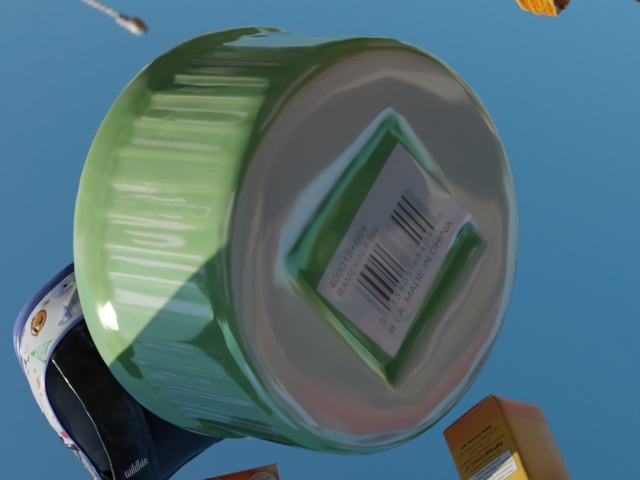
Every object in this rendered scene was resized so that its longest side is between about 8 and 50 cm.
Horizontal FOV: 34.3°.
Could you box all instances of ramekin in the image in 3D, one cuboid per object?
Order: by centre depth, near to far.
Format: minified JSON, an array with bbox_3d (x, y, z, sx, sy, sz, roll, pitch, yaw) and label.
[{"bbox_3d":[0.000,0.000,0.713,0.303,0.303,0.148,-34,-155,-34],"label":"ramekin"}]

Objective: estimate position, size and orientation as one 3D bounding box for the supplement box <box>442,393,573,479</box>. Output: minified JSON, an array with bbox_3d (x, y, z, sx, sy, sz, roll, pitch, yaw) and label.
[{"bbox_3d":[0.191,0.257,0.923,0.078,0.080,0.233,19,-142,-38],"label":"supplement box"}]

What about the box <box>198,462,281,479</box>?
[{"bbox_3d":[-0.082,0.328,0.992,0.123,0.257,0.128,-12,-123,-7],"label":"box"}]

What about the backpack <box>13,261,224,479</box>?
[{"bbox_3d":[-0.206,0.129,1.170,0.276,0.263,0.213,-40,-134,-18],"label":"backpack"}]

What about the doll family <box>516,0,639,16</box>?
[{"bbox_3d":[0.149,-0.222,0.607,0.118,0.163,0.263,6,-149,12],"label":"doll family"}]
